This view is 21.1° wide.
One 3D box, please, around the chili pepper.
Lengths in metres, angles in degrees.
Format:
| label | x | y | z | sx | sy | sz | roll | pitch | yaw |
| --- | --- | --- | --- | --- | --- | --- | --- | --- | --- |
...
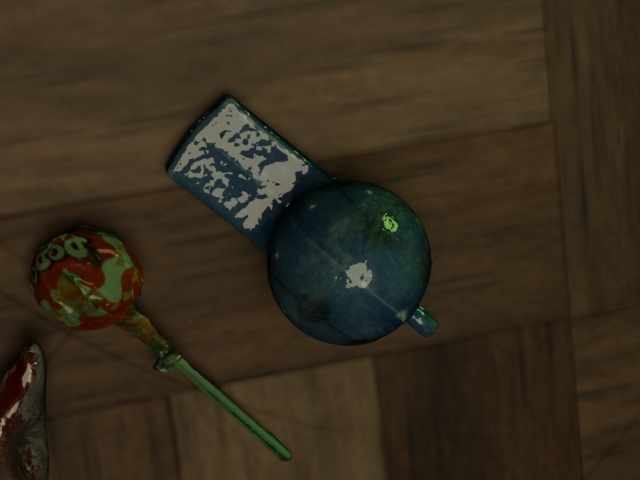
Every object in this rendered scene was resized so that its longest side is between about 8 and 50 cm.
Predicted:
| label | x | y | z | sx | sy | sz | roll | pitch | yaw |
| --- | --- | --- | --- | --- | --- | --- | --- | --- | --- |
| chili pepper | -0.158 | 0.123 | 0.871 | 0.041 | 0.050 | 0.153 | -2 | 104 | -14 |

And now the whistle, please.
| label | x | y | z | sx | sy | sz | roll | pitch | yaw |
| --- | --- | --- | --- | --- | --- | --- | --- | --- | --- |
| whistle | 0.000 | 0.000 | 0.851 | 0.158 | 0.090 | 0.090 | 38 | 96 | -20 |

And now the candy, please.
| label | x | y | z | sx | sy | sz | roll | pitch | yaw |
| --- | --- | --- | --- | --- | --- | --- | --- | --- | --- |
| candy | -0.076 | 0.060 | 0.882 | 0.055 | 0.049 | 0.185 | -29 | 120 | 29 |
